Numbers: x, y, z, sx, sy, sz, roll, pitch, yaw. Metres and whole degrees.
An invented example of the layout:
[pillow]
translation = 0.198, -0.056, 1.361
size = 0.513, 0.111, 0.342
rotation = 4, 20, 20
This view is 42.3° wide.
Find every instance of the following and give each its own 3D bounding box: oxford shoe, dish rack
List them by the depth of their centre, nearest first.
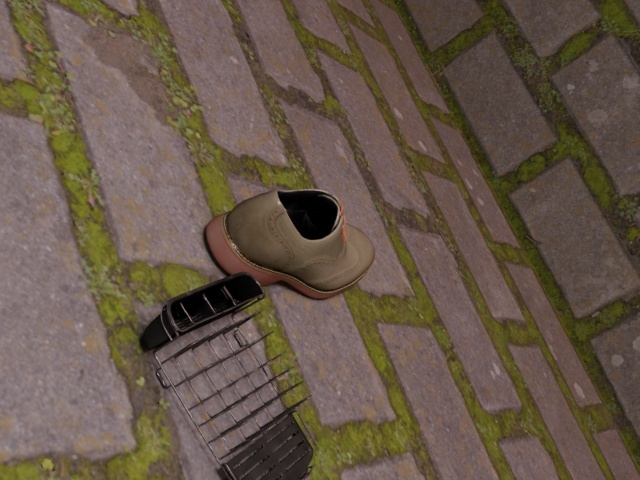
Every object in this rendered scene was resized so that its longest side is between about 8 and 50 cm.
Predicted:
[dish rack]
translation = -0.092, 0.185, 1.024
size = 0.271, 0.074, 0.208
rotation = 59, 27, 5
[oxford shoe]
translation = 0.000, 0.000, 1.308
size = 0.397, 0.146, 0.140
rotation = 4, 56, -59
